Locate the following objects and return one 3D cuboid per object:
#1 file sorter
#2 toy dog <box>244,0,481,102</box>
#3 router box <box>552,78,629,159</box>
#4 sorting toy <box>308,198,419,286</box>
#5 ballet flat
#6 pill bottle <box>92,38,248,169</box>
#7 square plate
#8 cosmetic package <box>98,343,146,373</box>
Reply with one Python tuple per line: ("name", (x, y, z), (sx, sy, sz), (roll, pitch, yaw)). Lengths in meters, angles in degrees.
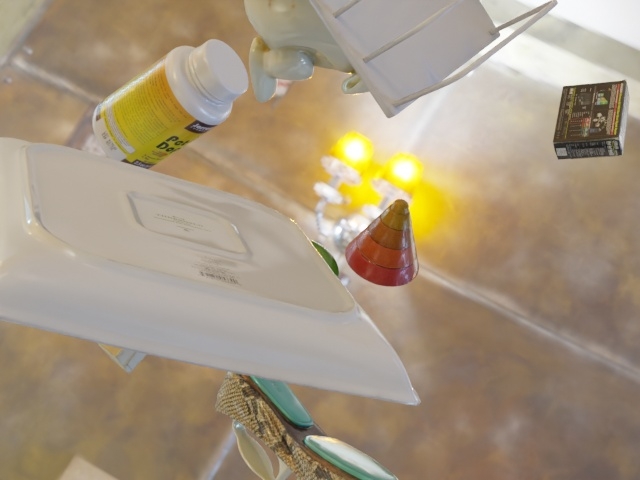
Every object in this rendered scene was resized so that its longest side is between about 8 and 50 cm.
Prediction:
("file sorter", (0.106, -0.322, 1.129), (0.277, 0.193, 0.173), (55, -21, -9))
("toy dog", (0.086, -0.426, 1.777), (0.408, 0.284, 0.395), (6, -23, 7))
("router box", (0.388, -0.173, 1.406), (0.092, 0.122, 0.038), (-2, -40, 27))
("sorting toy", (0.000, 0.000, 1.466), (0.127, 0.366, 0.126), (59, -36, 41))
("ballet flat", (-0.043, 0.420, 1.937), (0.483, 0.182, 0.164), (35, 12, 38))
("pill bottle", (-0.204, -0.188, 1.355), (0.215, 0.117, 0.117), (-28, -51, 31))
("square plate", (-0.118, 0.006, 0.821), (0.347, 0.049, 0.344), (15, 16, -24))
("cosmetic package", (-0.258, 0.128, 1.414), (0.041, 0.115, 0.060), (31, -19, 28))
